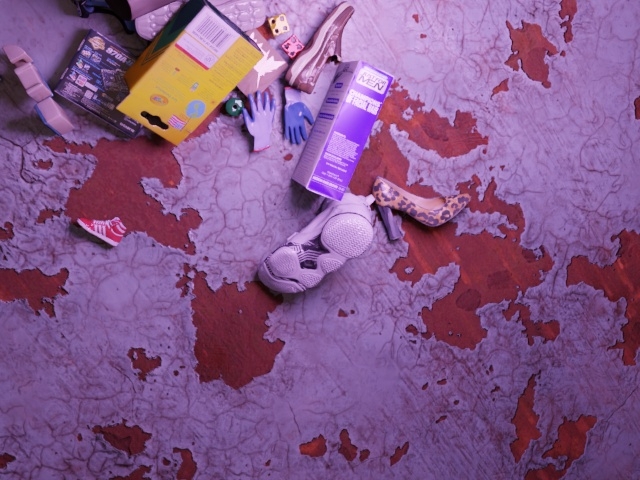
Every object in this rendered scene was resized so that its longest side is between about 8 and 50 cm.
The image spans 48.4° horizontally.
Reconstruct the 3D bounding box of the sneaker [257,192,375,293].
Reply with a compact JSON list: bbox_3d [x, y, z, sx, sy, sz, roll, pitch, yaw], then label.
[{"bbox_3d":[0.000,0.000,1.901,0.365,0.210,0.137,-30,110,30],"label":"sneaker"}]

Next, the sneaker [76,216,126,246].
[{"bbox_3d":[-0.548,-0.041,1.796,0.118,0.042,0.067,33,96,-26],"label":"sneaker"}]

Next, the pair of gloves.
[{"bbox_3d":[-0.107,-0.315,1.835,0.198,0.023,0.159,-16,119,-24],"label":"pair of gloves"}]

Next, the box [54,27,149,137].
[{"bbox_3d":[-0.503,-0.379,1.730,0.220,0.051,0.175,30,93,-18],"label":"box"}]

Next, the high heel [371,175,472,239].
[{"bbox_3d":[0.277,-0.128,1.956,0.261,0.093,0.186,-22,113,1],"label":"high heel"}]

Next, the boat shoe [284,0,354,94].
[{"bbox_3d":[0.018,-0.481,1.807,0.095,0.095,0.257,37,89,-2],"label":"boat shoe"}]

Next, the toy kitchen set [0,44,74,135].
[{"bbox_3d":[-0.716,-0.326,1.674,0.166,0.122,0.207,-30,87,-6],"label":"toy kitchen set"}]

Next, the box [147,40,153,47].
[{"bbox_3d":[-0.391,-0.463,1.714,0.052,0.083,0.062,6,140,-15],"label":"box"}]

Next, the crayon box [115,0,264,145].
[{"bbox_3d":[-0.315,-0.395,1.679,0.318,0.081,0.202,-43,138,13],"label":"crayon box"}]

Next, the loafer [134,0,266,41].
[{"bbox_3d":[-0.291,-0.538,1.707,0.319,0.111,0.112,-12,125,-22],"label":"loafer"}]

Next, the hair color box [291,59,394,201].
[{"bbox_3d":[0.052,-0.283,1.822,0.110,0.185,0.339,20,97,-17],"label":"hair color box"}]

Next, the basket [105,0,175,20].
[{"bbox_3d":[-0.371,-0.599,1.567,0.227,0.154,0.204,-42,101,-22],"label":"basket"}]

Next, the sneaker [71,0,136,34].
[{"bbox_3d":[-0.540,-0.597,1.634,0.330,0.130,0.147,33,90,-18],"label":"sneaker"}]

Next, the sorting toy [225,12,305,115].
[{"bbox_3d":[-0.169,-0.451,1.801,0.274,0.046,0.132,-45,108,-1],"label":"sorting toy"}]
